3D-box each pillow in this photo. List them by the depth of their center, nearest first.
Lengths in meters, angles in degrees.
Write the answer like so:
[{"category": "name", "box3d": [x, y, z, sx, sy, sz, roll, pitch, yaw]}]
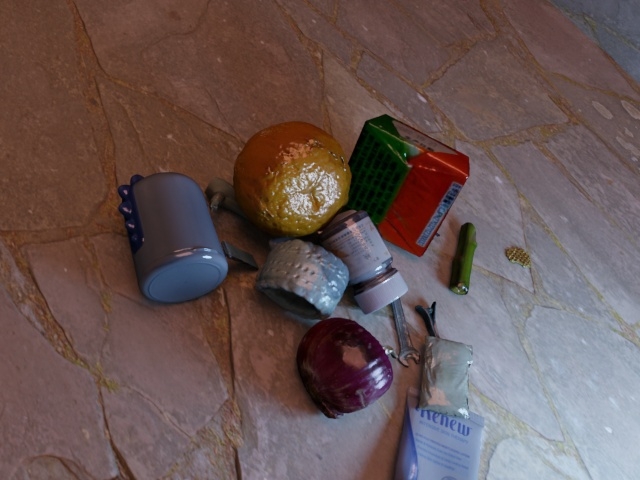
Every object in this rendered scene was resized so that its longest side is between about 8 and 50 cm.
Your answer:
[{"category": "pillow", "box3d": [0.353, 0.380, 1.723, 0.149, 0.050, 0.229, 13, 52, 0]}]

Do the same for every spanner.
[{"category": "spanner", "box3d": [0.235, 0.235, 1.839, 0.071, 0.017, 0.301, -4, 59, -14]}]

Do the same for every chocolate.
[{"category": "chocolate", "box3d": [0.250, -0.176, 1.917, 0.342, 0.360, 0.161, 29, 42, 8]}]

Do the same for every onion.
[{"category": "onion", "box3d": [0.065, 0.315, 1.606, 0.256, 0.230, 0.272, 31, 61, 6]}]

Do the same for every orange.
[{"category": "orange", "box3d": [-0.087, -0.178, 1.773, 0.341, 0.340, 0.293, -12, 29, -23]}]

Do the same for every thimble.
[{"category": "thimble", "box3d": [-0.056, 0.112, 1.711, 0.250, 0.204, 0.171, 20, 63, 20]}]

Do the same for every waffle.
[{"category": "waffle", "box3d": [0.673, 0.057, 2.092, 0.085, 0.016, 0.078, 13, 50, -9]}]

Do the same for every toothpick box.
[{"category": "toothpick box", "box3d": [-0.419, -0.034, 1.683, 0.263, 0.263, 0.354, -9, 59, -22]}]

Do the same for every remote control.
[{"category": "remote control", "box3d": [0.000, 0.000, 1.877, 0.313, 0.055, 0.109, -21, 99, -27]}]

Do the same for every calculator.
[{"category": "calculator", "box3d": [-0.228, 0.046, 1.754, 0.018, 0.172, 0.057, -31, 65, 14]}]

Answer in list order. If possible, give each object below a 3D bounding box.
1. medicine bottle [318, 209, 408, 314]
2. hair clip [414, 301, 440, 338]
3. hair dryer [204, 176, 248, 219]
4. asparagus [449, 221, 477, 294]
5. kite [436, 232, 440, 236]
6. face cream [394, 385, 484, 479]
[{"category": "medicine bottle", "box3d": [0.125, 0.062, 1.791, 0.165, 0.165, 0.273, -28, 86, -30]}, {"category": "hair clip", "box3d": [0.352, 0.292, 1.829, 0.070, 0.039, 0.229, -9, 65, -22]}, {"category": "hair dryer", "box3d": [-0.268, -0.100, 1.818, 0.206, 0.075, 0.237, 34, 14, 3]}, {"category": "asparagus", "box3d": [0.468, 0.058, 2.005, 0.068, 0.060, 0.277, 11, 52, 15]}, {"category": "kite", "box3d": [0.275, -0.081, 2.068, 0.152, 0.015, 0.285, -36, 70, -30]}, {"category": "face cream", "box3d": [0.300, 0.586, 1.581, 0.235, 0.137, 0.420, 22, 42, 1]}]
